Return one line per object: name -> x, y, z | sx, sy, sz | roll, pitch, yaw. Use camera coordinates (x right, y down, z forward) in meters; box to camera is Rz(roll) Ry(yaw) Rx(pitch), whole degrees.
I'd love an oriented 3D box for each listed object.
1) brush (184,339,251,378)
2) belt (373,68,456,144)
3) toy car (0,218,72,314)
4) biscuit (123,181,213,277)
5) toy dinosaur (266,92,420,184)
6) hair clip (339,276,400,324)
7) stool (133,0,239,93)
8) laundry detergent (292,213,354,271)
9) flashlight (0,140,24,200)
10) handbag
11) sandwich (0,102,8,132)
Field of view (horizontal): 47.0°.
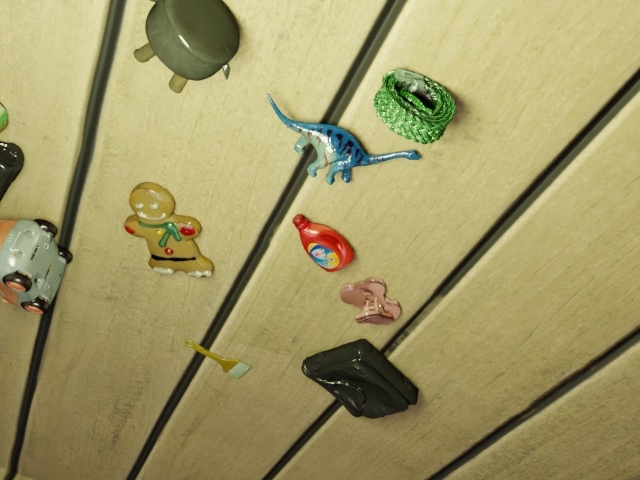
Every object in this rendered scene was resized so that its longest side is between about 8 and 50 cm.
brush -> -0.307, 0.341, 2.151 | 0.205, 0.011, 0.083 | 31, 136, -16
belt -> 0.164, -0.238, 1.337 | 0.151, 0.121, 0.079 | 32, 141, 0
toy car -> -0.771, 0.056, 1.848 | 0.213, 0.180, 0.270 | 10, 149, 8
biscuit -> -0.379, -0.015, 1.779 | 0.197, 0.049, 0.301 | 0, 134, 13
toy dinosaur -> 0.024, -0.176, 1.476 | 0.329, 0.076, 0.144 | 21, 130, -9
hair clip -> 0.130, 0.153, 1.817 | 0.123, 0.102, 0.138 | -23, 157, 36
stool -> -0.246, -0.379, 1.308 | 0.139, 0.153, 0.228 | -27, 80, 40
laundry detergent -> 0.000, 0.000, 1.682 | 0.097, 0.049, 0.165 | -26, 122, 27
flashlight -> -0.831, -0.100, 1.793 | 0.103, 0.103, 0.424 | 34, 132, -19
handbag -> 0.109, 0.393, 2.037 | 0.244, 0.088, 0.275 | -23, 126, 38
sandwich -> -0.819, -0.299, 1.564 | 0.292, 0.109, 0.212 | 29, 136, -13
